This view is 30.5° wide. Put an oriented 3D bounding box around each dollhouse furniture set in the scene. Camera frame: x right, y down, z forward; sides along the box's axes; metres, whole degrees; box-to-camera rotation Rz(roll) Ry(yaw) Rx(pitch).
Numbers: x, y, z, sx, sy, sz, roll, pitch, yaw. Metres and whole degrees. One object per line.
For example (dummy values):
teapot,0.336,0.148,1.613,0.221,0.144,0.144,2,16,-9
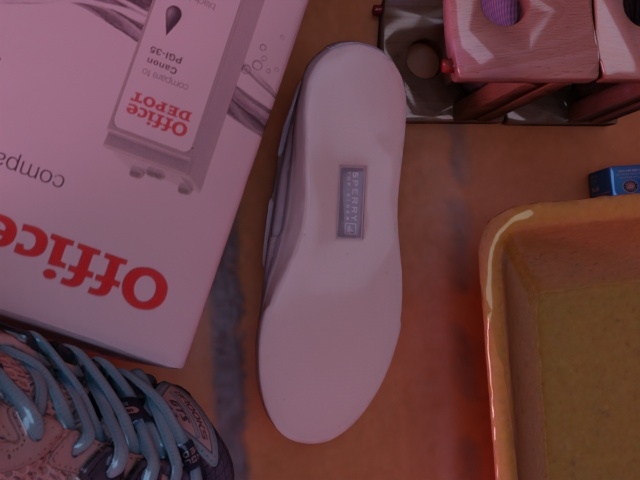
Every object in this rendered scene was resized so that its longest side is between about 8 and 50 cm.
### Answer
dollhouse furniture set,0.099,-0.154,0.554,0.128,0.129,0.184,-1,87,-11

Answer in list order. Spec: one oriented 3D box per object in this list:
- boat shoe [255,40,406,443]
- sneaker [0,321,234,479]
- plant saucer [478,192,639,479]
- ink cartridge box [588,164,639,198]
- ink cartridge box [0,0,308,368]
boat shoe,0.000,0.000,0.555,0.066,0.063,0.184,0,94,-11
sneaker,-0.102,0.074,0.439,0.122,0.283,0.110,-21,57,-9
plant saucer,0.232,0.133,0.568,0.332,0.081,0.333,-6,94,-12
ink cartridge box,0.170,0.003,0.607,0.048,0.028,0.083,-4,86,-11
ink cartridge box,-0.118,-0.108,0.491,0.207,0.117,0.283,21,81,-26
